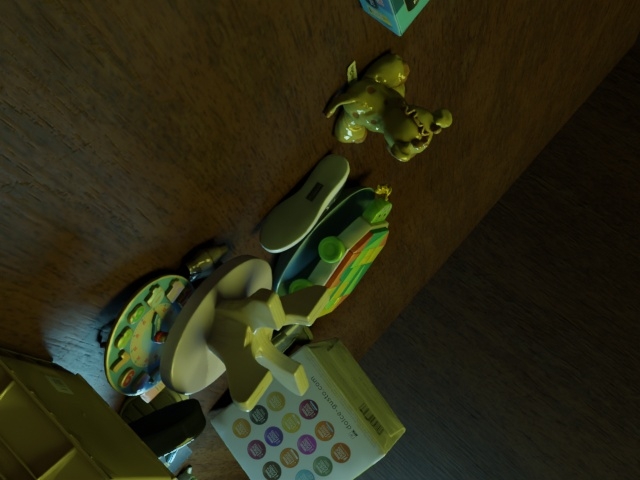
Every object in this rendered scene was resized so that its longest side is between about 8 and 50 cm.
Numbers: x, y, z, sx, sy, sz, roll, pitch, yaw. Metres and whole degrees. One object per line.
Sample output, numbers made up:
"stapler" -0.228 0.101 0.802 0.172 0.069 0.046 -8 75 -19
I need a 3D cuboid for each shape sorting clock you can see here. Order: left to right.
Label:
"shape sorting clock" -0.263 0.151 1.304 0.206 0.040 0.206 -43 142 -46

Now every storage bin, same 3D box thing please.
"storage bin" -0.346 0.266 1.060 0.123 0.260 0.262 -47 164 -6

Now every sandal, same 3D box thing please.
"sandal" -0.400 0.331 1.264 0.446 0.107 0.167 -24 -172 -14

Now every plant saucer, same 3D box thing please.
"plant saucer" 0.000 0.000 1.795 0.317 0.044 0.317 -45 163 -18

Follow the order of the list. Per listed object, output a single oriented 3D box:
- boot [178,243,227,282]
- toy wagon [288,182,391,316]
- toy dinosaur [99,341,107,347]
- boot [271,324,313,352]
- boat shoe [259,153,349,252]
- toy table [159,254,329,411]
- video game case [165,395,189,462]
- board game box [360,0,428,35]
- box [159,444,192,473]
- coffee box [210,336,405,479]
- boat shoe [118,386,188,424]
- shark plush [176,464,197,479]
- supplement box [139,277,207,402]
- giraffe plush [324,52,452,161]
"boot" -0.200 0.050 1.381 0.087 0.042 0.118 -31 156 -33
"toy wagon" 0.066 0.027 1.834 0.344 0.068 0.267 -55 164 19
"toy dinosaur" -0.317 0.149 1.317 0.082 0.047 0.090 12 84 -63
"boot" -0.115 0.281 2.069 0.208 0.076 0.189 -51 153 -19
"boat shoe" -0.026 -0.062 1.533 0.228 0.080 0.076 -54 164 -14
"toy table" -0.115 0.156 1.352 0.274 0.161 0.252 -60 148 -23
"video game case" -0.302 0.368 1.710 0.015 0.119 0.166 7 133 -24
"board game box" 0.168 -0.472 1.100 0.336 0.079 0.254 -50 164 2
"box" -0.392 0.520 1.887 0.183 0.059 0.232 -46 164 -18
"coffee box" -0.023 0.496 2.198 0.334 0.337 0.338 -39 169 10
"boat shoe" -0.331 0.357 1.610 0.302 0.113 0.103 -48 170 36
"shark plush" -0.391 0.708 2.306 0.161 0.067 0.073 -57 163 25
"supplement box" -0.249 0.172 1.446 0.233 0.078 0.080 -45 164 -15
"giraffe plush" 0.128 -0.212 1.417 0.181 0.170 0.210 -51 164 5
